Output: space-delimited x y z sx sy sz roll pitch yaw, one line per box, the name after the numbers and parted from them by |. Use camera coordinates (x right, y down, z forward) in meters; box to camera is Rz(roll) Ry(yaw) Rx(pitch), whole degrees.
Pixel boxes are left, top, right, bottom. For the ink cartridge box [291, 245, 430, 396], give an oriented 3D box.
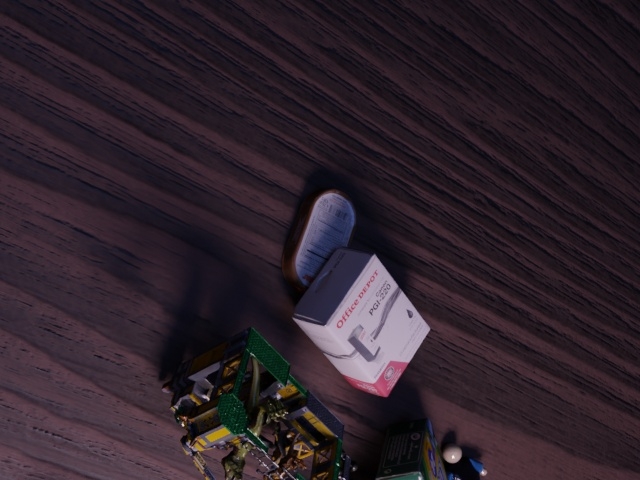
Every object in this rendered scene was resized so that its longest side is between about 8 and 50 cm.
0.073 0.139 1.558 0.158 0.092 0.218 -55 127 -21 | ink cartridge box

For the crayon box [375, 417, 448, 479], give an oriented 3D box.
0.190 0.502 1.597 0.203 0.083 0.323 -55 130 -72 | crayon box

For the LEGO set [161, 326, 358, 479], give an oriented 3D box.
-0.117 0.307 1.378 0.331 0.192 0.255 43 31 -31 | LEGO set

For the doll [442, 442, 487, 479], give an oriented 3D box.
0.269 0.474 1.737 0.129 0.046 0.189 -21 102 -33 | doll

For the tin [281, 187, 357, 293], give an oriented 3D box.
0.000 0.000 1.568 0.106 0.040 0.189 25 76 -26 | tin
